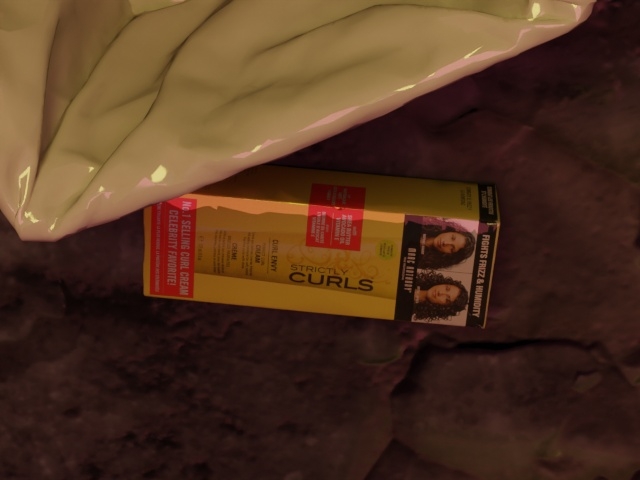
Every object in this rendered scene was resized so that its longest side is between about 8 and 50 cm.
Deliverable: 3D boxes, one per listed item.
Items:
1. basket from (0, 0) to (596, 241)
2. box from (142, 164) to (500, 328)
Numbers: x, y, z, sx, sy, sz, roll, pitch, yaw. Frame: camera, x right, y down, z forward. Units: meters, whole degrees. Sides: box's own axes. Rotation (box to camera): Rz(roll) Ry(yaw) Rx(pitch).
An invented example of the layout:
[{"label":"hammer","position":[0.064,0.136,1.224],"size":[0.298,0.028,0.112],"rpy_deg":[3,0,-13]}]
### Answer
[{"label":"basket","position":[-0.064,-0.234,0.808],"size":[0.331,0.266,0.328],"rpy_deg":[-20,113,15]},{"label":"box","position":[0.000,0.000,1.036],"size":[0.232,0.058,0.087],"rpy_deg":[7,118,2]}]
